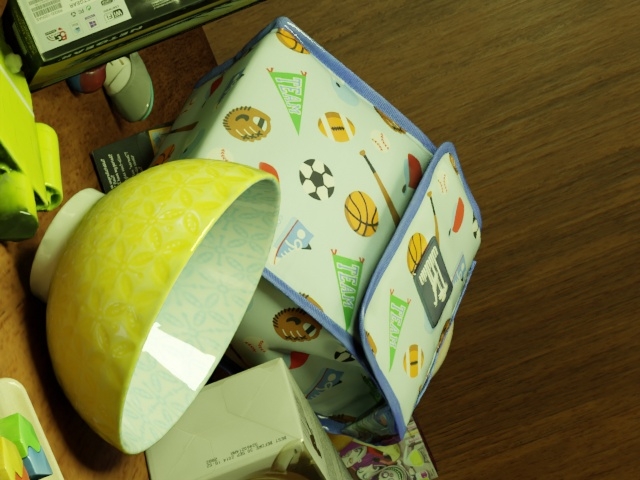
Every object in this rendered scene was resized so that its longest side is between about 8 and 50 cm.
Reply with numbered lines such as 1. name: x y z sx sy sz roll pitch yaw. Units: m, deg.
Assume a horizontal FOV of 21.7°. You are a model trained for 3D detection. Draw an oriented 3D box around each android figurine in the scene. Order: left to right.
1. android figurine: -0.311 -0.135 1.550 0.248 0.056 0.273 62 10 -48

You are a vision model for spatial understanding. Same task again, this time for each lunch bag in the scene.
1. lunch bag: 0.000 0.000 1.871 0.385 0.239 0.328 40 51 -17

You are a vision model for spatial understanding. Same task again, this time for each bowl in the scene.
1. bowl: -0.172 0.036 1.544 0.156 0.289 0.289 26 -4 12

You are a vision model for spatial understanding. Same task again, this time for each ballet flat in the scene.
1. ballet flat: -0.280 -0.244 2.263 0.068 0.072 0.213 27 33 -39

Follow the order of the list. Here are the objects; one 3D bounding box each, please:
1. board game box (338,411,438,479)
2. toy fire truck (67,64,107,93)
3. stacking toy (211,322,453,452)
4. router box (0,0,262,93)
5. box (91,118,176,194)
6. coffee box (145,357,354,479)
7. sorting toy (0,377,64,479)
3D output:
1. board game box: 0.023 0.247 2.524 0.056 0.208 0.347 -91 158 -66
2. toy fire truck: -0.286 -0.323 2.050 0.302 0.169 0.254 -98 -176 -63
3. stacking toy: -0.035 0.172 2.178 0.350 0.350 0.480 67 23 -18
4. router box: -0.170 -0.253 1.708 0.081 0.309 0.243 67 -14 -3
5. box: -0.169 -0.039 2.098 0.247 0.142 0.163 36 35 -76
6. coffee box: -0.061 0.276 1.828 0.297 0.168 0.119 64 7 -49
7. sorting toy: -0.216 0.208 1.251 0.208 0.038 0.193 -72 140 -81
